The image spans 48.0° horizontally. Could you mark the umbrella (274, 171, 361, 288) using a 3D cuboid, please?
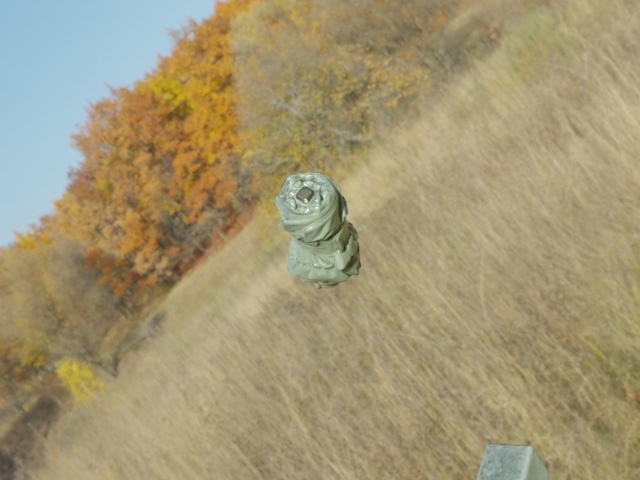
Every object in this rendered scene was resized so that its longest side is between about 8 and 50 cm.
[{"bbox_3d":[0.000,0.000,0.593,0.067,0.062,0.143,-24,-31,-8],"label":"umbrella"}]

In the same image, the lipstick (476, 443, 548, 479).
[{"bbox_3d":[0.090,0.170,0.378,0.030,0.030,0.129,-10,36,38],"label":"lipstick"}]
